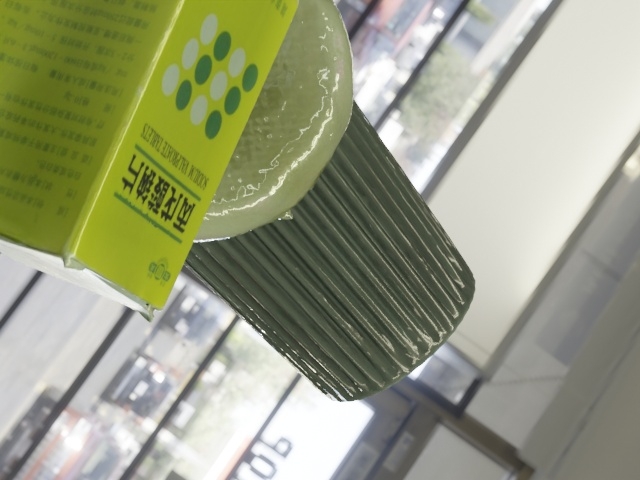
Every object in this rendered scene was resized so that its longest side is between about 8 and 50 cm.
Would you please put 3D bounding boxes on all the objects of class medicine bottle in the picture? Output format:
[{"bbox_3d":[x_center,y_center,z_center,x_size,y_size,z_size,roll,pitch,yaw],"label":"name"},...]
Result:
[{"bbox_3d":[-0.134,-0.095,0.757,0.250,0.141,0.137,-68,161,-9],"label":"medicine bottle"}]

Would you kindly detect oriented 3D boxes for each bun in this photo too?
[{"bbox_3d":[-0.111,-0.133,1.057,0.283,0.283,0.179,-55,-176,-5],"label":"bun"}]

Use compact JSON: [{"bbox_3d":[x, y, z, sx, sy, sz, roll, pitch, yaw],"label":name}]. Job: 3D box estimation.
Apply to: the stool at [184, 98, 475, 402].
[{"bbox_3d":[0.000,0.000,1.466,0.297,0.330,0.297,-38,-164,12],"label":"stool"}]
